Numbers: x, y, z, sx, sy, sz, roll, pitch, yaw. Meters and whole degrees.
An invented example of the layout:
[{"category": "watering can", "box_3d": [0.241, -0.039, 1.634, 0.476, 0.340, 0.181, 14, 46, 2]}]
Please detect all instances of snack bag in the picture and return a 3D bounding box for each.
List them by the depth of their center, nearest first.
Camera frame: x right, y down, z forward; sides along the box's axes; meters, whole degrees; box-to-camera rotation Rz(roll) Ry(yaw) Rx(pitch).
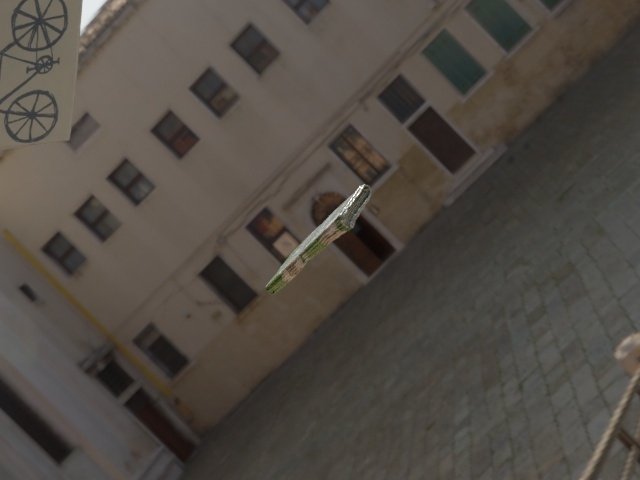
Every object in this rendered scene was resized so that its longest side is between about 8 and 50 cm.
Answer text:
[{"category": "snack bag", "box_3d": [-0.484, -0.242, 1.192, 0.343, 0.037, 0.323, -19, -41, -39]}]

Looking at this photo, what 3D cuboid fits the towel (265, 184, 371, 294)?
[{"category": "towel", "box_3d": [0.000, 0.000, 1.089, 0.152, 0.023, 0.113, -44, 4, 31]}]
